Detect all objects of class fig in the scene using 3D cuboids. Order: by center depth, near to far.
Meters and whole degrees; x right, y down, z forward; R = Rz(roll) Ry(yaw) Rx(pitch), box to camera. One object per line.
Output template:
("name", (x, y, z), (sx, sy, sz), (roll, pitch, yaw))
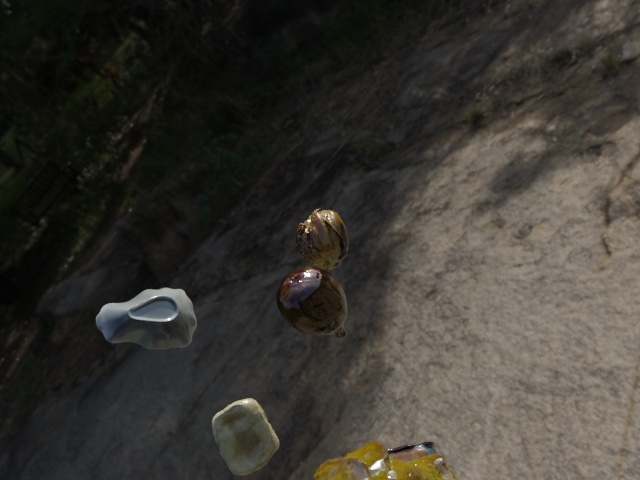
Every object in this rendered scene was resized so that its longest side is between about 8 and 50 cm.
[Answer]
("fig", (-0.004, 0.116, 1.113), (0.109, 0.155, 0.103), (-37, 27, -9))

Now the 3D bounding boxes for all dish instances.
("dish", (-0.234, 0.102, 0.916), (0.039, 0.137, 0.091), (-49, 50, 52))

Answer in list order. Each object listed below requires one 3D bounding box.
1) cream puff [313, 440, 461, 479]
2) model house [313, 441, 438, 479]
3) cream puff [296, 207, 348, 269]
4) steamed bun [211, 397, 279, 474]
("cream puff", (0.095, 0.371, 0.853), (0.244, 0.196, 0.244), (-22, 30, 14))
("model house", (0.130, 0.553, 1.249), (0.253, 0.184, 0.291), (-16, 54, 6))
("cream puff", (0.000, 0.000, 1.395), (0.119, 0.104, 0.133), (53, 143, 41))
("steamed bun", (-0.181, 0.480, 1.678), (0.140, 0.172, 0.155), (-26, -4, 2))
